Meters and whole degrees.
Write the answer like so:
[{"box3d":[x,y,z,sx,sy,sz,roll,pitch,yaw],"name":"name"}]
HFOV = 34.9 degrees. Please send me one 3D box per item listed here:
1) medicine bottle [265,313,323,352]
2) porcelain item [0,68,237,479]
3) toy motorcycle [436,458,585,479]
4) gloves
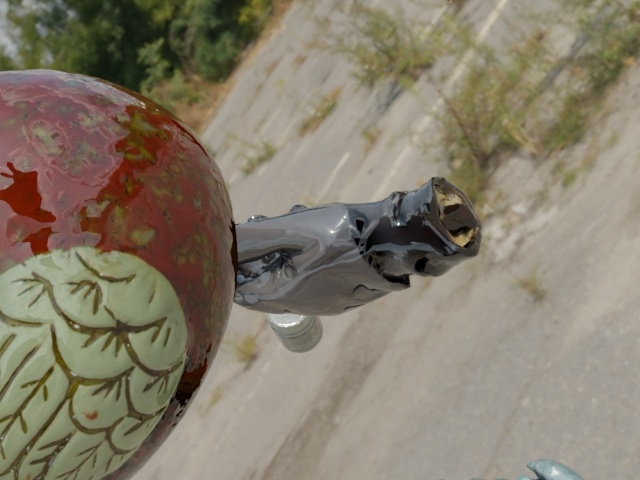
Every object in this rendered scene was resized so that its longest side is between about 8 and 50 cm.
[{"box3d":[-0.032,0.096,1.240,0.058,0.058,0.091,-58,-21,-16],"name":"medicine bottle"},{"box3d":[-0.174,0.015,0.532,0.253,0.253,0.253,-50,13,16],"name":"porcelain item"},{"box3d":[0.161,0.245,0.719,0.154,0.206,0.260,-52,-8,-6],"name":"toy motorcycle"},{"box3d":[0.003,0.008,0.905,0.285,0.142,0.119,-6,68,39],"name":"gloves"}]
